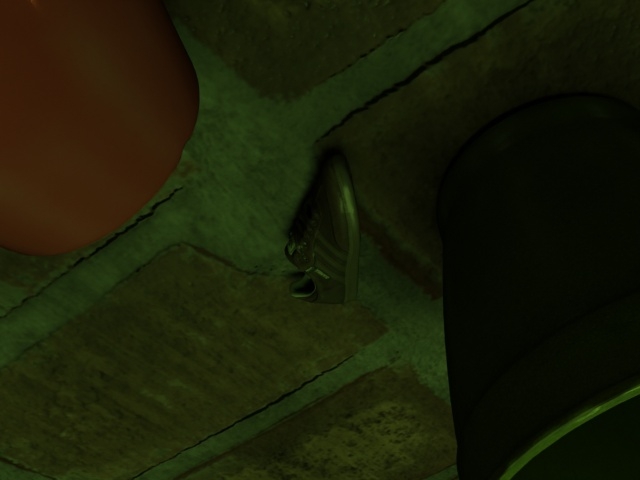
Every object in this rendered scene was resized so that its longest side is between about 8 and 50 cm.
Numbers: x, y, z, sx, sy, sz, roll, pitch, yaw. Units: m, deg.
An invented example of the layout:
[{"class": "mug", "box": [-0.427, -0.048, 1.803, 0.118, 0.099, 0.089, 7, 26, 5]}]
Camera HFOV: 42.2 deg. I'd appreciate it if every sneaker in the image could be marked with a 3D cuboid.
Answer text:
[{"class": "sneaker", "box": [0.000, 0.000, 0.812, 0.071, 0.066, 0.188, -7, 134, -4]}]

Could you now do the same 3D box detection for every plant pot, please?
[{"class": "plant pot", "box": [-0.218, -0.129, 0.519, 0.275, 0.275, 0.243, -25, 142, 12]}, {"class": "plant pot", "box": [0.259, 0.064, 0.729, 0.367, 0.353, 0.366, -6, 135, -6]}]
